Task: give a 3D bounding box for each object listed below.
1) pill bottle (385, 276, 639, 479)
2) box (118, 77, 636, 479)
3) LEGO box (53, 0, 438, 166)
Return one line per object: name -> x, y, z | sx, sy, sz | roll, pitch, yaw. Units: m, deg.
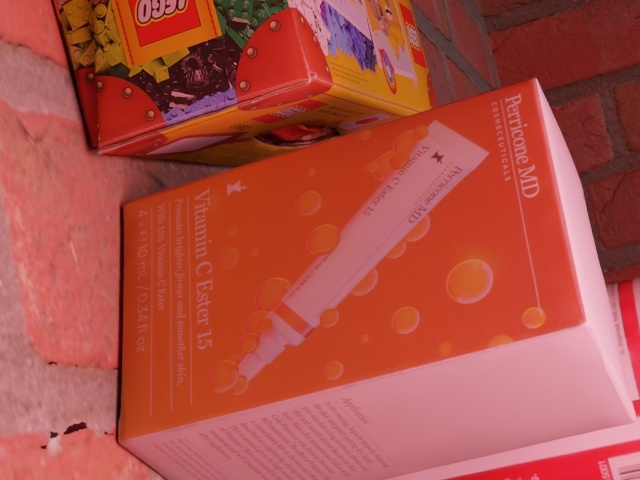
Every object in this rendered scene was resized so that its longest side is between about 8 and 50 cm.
pill bottle -> 0.172, 0.182, 1.205 | 0.229, 0.407, 0.229 | -15, 90, -74
box -> 0.037, 0.052, 0.991 | 0.168, 0.345, 0.215 | 53, 26, -52
LEGO box -> -0.068, -0.272, 1.216 | 0.500, 0.193, 0.373 | -7, 81, -74
